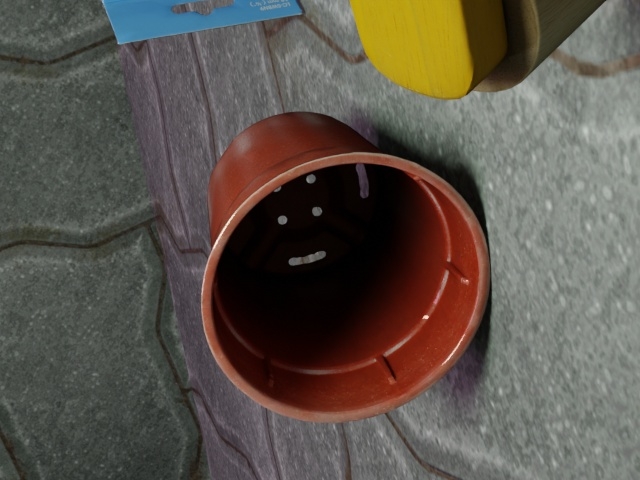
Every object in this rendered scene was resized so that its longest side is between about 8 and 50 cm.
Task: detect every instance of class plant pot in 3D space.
[{"bbox_3d":[0.000,0.000,1.145,0.265,0.273,0.272,-118,19,-65],"label":"plant pot"}]

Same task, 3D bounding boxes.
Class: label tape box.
[{"bbox_3d":[-0.181,-0.411,1.396,0.106,0.241,0.333,101,150,-52],"label":"label tape box"}]

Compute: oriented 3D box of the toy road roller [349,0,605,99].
[{"bbox_3d":[0.137,-0.219,0.536,0.241,0.202,0.329,26,147,35],"label":"toy road roller"}]
